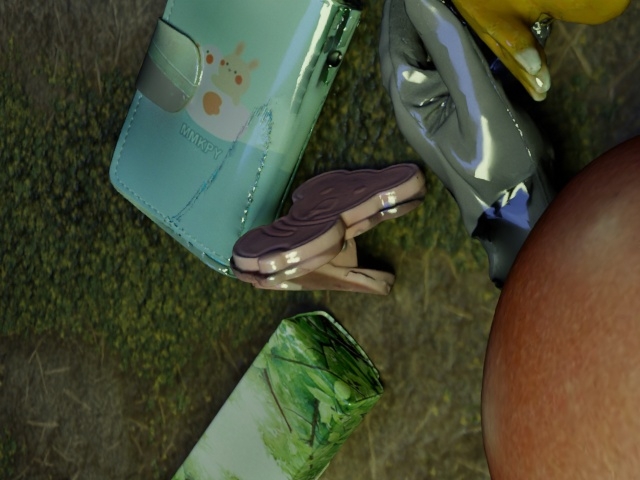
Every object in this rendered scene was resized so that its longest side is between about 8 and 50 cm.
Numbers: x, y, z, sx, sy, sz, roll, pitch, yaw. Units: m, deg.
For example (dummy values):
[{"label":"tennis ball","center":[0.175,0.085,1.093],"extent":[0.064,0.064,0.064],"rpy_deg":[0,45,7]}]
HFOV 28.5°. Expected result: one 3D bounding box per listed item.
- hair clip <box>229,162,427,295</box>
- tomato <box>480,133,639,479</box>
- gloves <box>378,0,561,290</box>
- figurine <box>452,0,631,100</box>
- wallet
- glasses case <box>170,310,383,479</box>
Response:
[{"label":"hair clip","center":[0.000,-0.012,0.951],"extent":[0.123,0.138,0.102],"rpy_deg":[0,87,49]},{"label":"tomato","center":[0.232,0.090,0.624],"extent":[0.321,0.321,0.322],"rpy_deg":[3,94,42]},{"label":"gloves","center":[0.113,-0.079,0.854],"extent":[0.119,0.142,0.286],"rpy_deg":[-17,78,13]},{"label":"figurine","center":[0.187,-0.281,0.613],"extent":[0.387,0.401,0.268],"rpy_deg":[-37,39,7]},{"label":"wallet","center":[-0.076,-0.118,1.053],"extent":[0.176,0.075,0.250],"rpy_deg":[37,115,31]},{"label":"glasses case","center":[-0.053,0.186,1.057],"extent":[0.095,0.062,0.272],"rpy_deg":[49,122,22]}]
